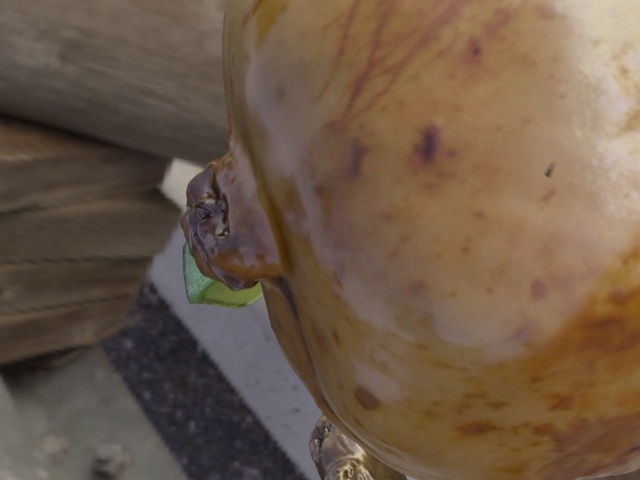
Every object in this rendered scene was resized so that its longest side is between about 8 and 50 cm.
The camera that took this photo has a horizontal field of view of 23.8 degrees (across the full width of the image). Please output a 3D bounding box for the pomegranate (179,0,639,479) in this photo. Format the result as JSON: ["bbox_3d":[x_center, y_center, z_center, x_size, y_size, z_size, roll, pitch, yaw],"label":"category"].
[{"bbox_3d":[0.064,-0.028,0.567,0.248,0.248,0.248,-10,75,42],"label":"pomegranate"}]

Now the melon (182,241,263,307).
[{"bbox_3d":[0.000,0.000,1.186,0.118,0.209,0.064,-53,48,36],"label":"melon"}]

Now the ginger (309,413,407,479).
[{"bbox_3d":[0.066,0.272,1.409,0.080,0.166,0.333,-33,68,26],"label":"ginger"}]
